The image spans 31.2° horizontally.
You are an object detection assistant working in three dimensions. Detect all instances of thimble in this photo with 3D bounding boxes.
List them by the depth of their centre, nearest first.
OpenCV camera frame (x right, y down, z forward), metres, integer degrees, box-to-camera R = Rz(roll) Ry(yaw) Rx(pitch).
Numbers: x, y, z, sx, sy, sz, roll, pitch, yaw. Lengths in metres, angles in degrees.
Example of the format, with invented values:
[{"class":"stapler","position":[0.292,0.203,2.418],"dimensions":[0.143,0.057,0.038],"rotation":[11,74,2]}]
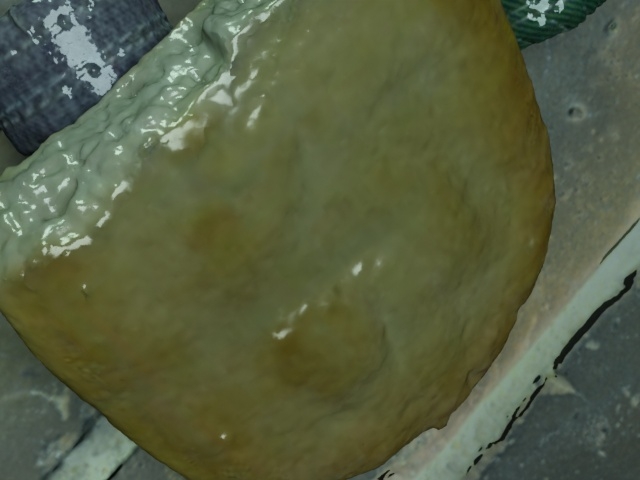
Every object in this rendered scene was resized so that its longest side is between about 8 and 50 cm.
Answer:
[{"class":"thimble","position":[-0.181,-0.138,0.846],"dimensions":[0.150,0.150,0.097],"rotation":[-35,103,-10]},{"class":"thimble","position":[0.167,-0.213,0.945],"dimensions":[0.135,0.118,0.090],"rotation":[-32,107,-26]}]

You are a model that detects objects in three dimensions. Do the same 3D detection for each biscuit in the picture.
[{"class":"biscuit","position":[0.001,0.000,0.856],"dimensions":[0.429,0.104,0.446],"rotation":[-40,125,-16]}]
